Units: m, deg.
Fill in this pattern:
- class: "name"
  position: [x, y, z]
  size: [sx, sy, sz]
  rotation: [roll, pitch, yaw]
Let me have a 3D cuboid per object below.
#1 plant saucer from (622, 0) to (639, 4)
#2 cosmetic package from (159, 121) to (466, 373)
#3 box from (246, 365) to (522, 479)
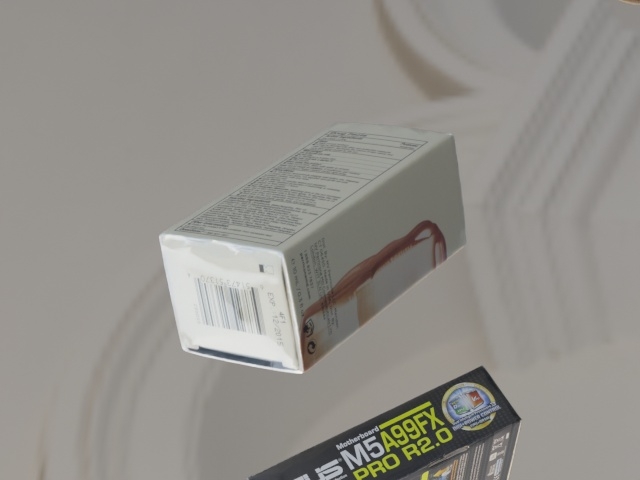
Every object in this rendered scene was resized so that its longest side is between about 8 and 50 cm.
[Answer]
- class: "plant saucer"
  position: [0.280, -0.371, 2.106]
  size: [0.278, 0.041, 0.278]
  rotation: [30, -145, -24]
- class: "cosmetic package"
  position: [0.000, 0.000, 1.870]
  size: [0.296, 0.153, 0.129]
  rotation: [-35, -57, -45]
- class: "box"
  position: [0.045, 0.232, 1.581]
  size: [0.216, 0.060, 0.270]
  rotation: [-24, -31, -17]
